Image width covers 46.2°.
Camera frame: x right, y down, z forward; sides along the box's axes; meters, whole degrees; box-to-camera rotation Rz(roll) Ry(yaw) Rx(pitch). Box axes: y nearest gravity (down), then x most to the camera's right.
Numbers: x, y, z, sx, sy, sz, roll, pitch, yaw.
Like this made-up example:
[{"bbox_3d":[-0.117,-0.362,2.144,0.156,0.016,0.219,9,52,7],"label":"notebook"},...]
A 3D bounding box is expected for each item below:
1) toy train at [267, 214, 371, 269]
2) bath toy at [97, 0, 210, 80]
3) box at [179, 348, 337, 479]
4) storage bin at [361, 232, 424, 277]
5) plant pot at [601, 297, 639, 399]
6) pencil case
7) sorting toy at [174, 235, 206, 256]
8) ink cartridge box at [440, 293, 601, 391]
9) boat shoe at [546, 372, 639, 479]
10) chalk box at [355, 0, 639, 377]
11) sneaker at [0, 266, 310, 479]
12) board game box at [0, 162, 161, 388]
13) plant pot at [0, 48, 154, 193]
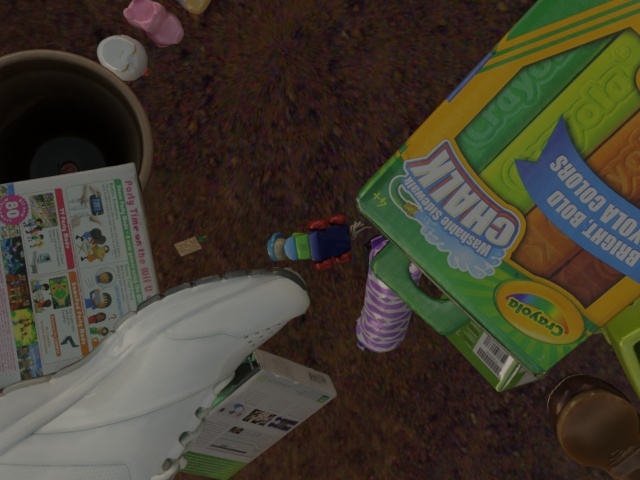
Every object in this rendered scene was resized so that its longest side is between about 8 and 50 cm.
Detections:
[{"bbox_3d":[0.000,0.000,1.678,0.143,0.248,0.105,-5,96,29],"label":"toy train"},{"bbox_3d":[-0.358,-0.503,1.685,0.151,0.129,0.348,35,90,2],"label":"bath toy"},{"bbox_3d":[-0.158,0.341,1.439,0.322,0.058,0.232,-41,139,16],"label":"box"},{"bbox_3d":[0.197,0.034,1.715,0.180,0.122,0.084,-2,77,-21],"label":"storage bin"},{"bbox_3d":[0.498,0.089,1.049,0.228,0.207,0.227,-31,124,10],"label":"plant pot"},{"bbox_3d":[0.105,0.089,1.185,0.086,0.088,0.206,-23,144,-27],"label":"pencil case"},{"bbox_3d":[-0.325,0.012,1.915,0.083,0.062,0.012,-22,129,-19],"label":"sorting toy"},{"bbox_3d":[0.354,0.148,1.328,0.255,0.189,0.097,-4,130,-39],"label":"ink cartridge box"},{"bbox_3d":[0.259,0.171,0.703,0.073,0.073,0.207,-39,131,10],"label":"boat shoe"},{"bbox_3d":[0.154,-0.041,0.548,0.180,0.179,0.289,42,113,1],"label":"chalk box"},{"bbox_3d":[-0.128,0.122,0.560,0.297,0.111,0.129,-33,81,4],"label":"sneaker"},{"bbox_3d":[-0.339,0.051,0.843,0.304,0.097,0.224,-10,80,-11],"label":"board game box"},{"bbox_3d":[-0.371,-0.111,1.063,0.263,0.229,0.263,1,86,-13],"label":"plant pot"}]
